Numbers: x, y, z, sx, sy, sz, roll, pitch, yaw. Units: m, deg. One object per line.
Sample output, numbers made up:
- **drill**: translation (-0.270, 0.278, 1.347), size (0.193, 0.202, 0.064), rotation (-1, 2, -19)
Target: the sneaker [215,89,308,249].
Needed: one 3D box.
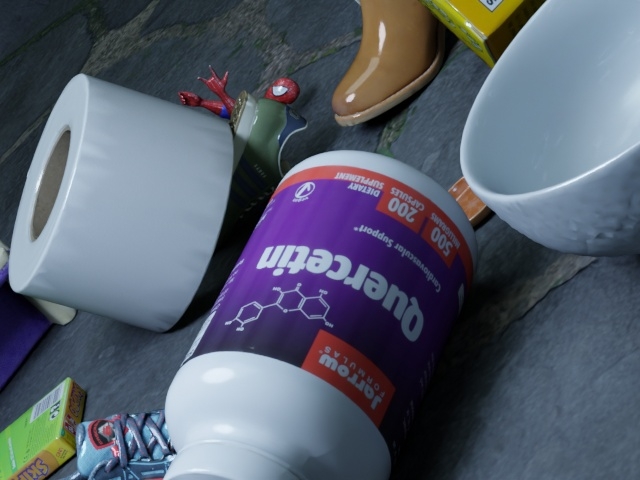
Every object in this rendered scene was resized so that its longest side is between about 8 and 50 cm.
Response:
- **sneaker**: translation (-0.071, -0.066, 2.005), size (0.064, 0.086, 0.192), rotation (-102, 28, -61)

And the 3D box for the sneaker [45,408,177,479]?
- **sneaker**: translation (-0.155, 0.198, 1.601), size (0.262, 0.125, 0.104), rotation (-40, 22, 15)

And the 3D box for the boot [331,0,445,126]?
- **boot**: translation (0.060, -0.280, 1.926), size (0.283, 0.220, 0.109), rotation (-47, 28, -4)

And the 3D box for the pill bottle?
- **pill bottle**: translation (-0.004, 0.093, 1.434), size (0.181, 0.181, 0.323), rotation (-24, 31, 45)

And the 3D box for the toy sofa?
- **toy sofa**: translation (-0.454, 0.174, 2.170), size (0.362, 0.150, 0.177), rotation (-54, 27, -19)

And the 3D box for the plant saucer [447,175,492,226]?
- **plant saucer**: translation (0.135, -0.035, 1.638), size (0.083, 0.013, 0.083), rotation (-39, 22, 19)

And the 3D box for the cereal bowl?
- **cereal bowl**: translation (0.272, -0.113, 1.348), size (0.339, 0.141, 0.339), rotation (-38, 23, 19)

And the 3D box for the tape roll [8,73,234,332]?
- **tape roll**: translation (-0.215, -0.039, 1.967), size (0.246, 0.169, 0.246), rotation (-163, 90, -71)

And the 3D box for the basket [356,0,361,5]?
- **basket**: translation (0.053, -0.404, 2.069), size (0.255, 0.289, 0.201), rotation (-50, 9, -2)

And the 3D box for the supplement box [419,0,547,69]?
- **supplement box**: translation (0.218, -0.355, 1.711), size (0.356, 0.194, 0.195), rotation (-46, -13, 4)

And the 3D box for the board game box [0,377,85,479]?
- **board game box**: translation (-0.361, 0.263, 1.994), size (0.259, 0.039, 0.124), rotation (-37, 22, 16)

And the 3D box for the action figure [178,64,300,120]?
- **action figure**: translation (-0.153, -0.117, 2.165), size (0.280, 0.139, 0.091), rotation (-39, 23, 11)
